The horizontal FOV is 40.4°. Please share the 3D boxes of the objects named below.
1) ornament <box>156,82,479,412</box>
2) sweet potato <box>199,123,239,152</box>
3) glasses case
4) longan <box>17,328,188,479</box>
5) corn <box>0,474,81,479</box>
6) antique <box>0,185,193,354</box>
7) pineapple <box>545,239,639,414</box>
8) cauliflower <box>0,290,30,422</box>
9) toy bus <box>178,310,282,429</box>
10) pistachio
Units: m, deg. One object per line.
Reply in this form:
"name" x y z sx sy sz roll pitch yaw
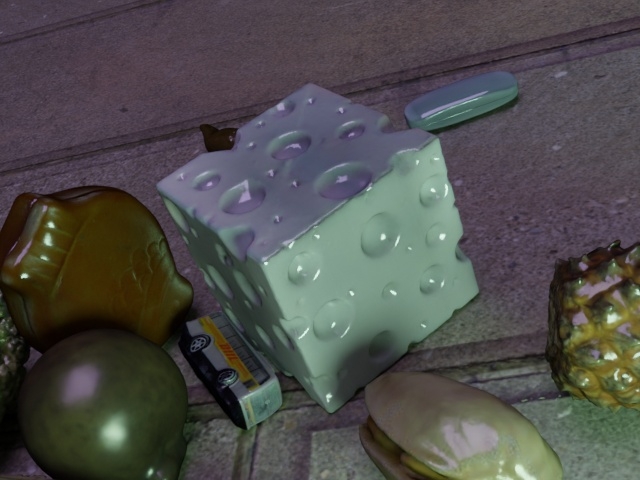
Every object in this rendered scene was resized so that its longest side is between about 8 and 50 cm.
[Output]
"ornament" 0.000 0.000 1.013 0.239 0.240 0.240 -37 40 -18
"sweet potato" -0.119 -0.149 1.403 0.249 0.059 0.069 14 12 35
"glasses case" 0.216 -0.215 1.338 0.178 0.045 0.067 -20 37 2
"longan" -0.228 0.193 0.956 0.185 0.159 0.204 -34 75 -35
"corn" -0.313 0.301 0.880 0.305 0.123 0.122 -3 42 24
"antique" -0.282 0.044 1.074 0.129 0.278 0.223 12 79 39
"pineapple" 0.398 0.082 0.810 0.361 0.175 0.175 2 41 8
"cauliflower" -0.513 0.147 1.053 0.260 0.281 0.327 -42 23 19
"toy bus" -0.107 0.149 1.029 0.072 0.057 0.172 -25 36 -20
"pistachio" 0.122 0.194 0.814 0.152 0.126 0.223 -6 16 -42
